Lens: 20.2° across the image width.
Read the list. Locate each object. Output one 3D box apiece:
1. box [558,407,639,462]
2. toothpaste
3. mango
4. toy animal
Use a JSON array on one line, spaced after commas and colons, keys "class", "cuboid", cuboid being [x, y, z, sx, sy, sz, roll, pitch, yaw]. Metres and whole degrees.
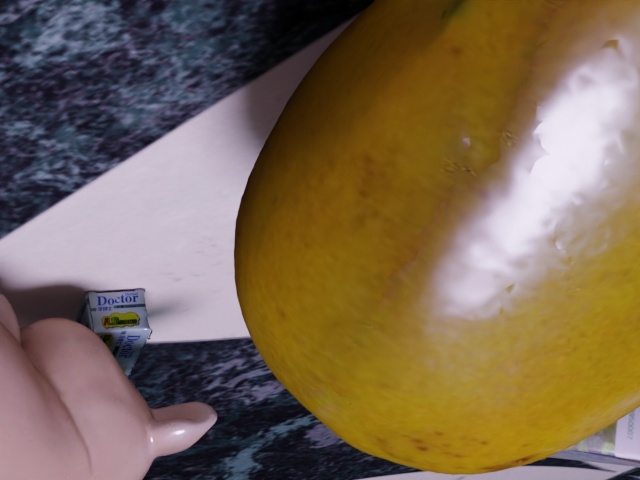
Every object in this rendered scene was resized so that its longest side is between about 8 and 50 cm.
[{"class": "box", "cuboid": [0.178, 0.108, 1.327, 0.299, 0.106, 0.200, 0, 170, 41]}, {"class": "toothpaste", "cuboid": [-0.163, 0.087, 1.340, 0.046, 0.034, 0.164, -3, 154, -19]}, {"class": "mango", "cuboid": [0.121, -0.042, 0.976, 0.300, 0.232, 0.446, 3, 141, -21]}, {"class": "toy animal", "cuboid": [-0.214, 0.118, 1.213, 0.166, 0.154, 0.250, -25, 146, 36]}]
